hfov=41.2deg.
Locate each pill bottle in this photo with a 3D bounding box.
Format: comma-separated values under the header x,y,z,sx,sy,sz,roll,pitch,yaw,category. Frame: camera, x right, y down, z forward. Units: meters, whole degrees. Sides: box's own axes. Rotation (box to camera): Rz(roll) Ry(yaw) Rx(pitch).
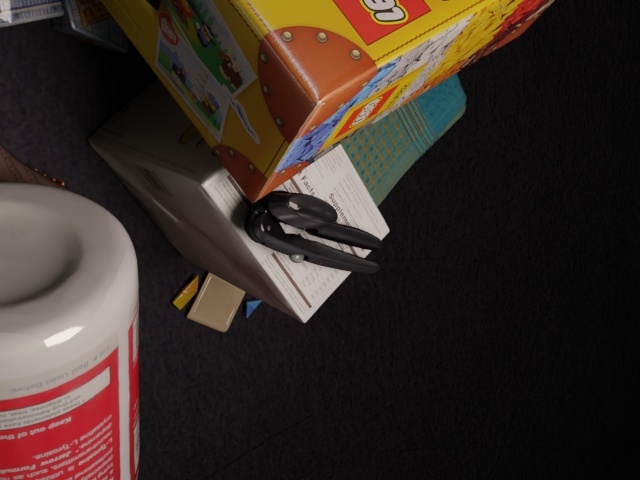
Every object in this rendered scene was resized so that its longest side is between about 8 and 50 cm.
x,y,z,sx,sy,sz,roll,pitch,yaw,category
-0.290,0.167,0.819,0.229,0.229,0.407,-20,136,-33,pill bottle

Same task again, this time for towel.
x,y,z,sx,sy,sz,roll,pitch,yaw,category
0.051,-0.246,1.137,0.271,0.040,0.370,-46,126,-19,towel

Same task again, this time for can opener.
x,y,z,sx,sy,sz,roll,pitch,yaw,category
0.000,0.000,0.812,0.186,0.073,0.059,27,79,-49,can opener

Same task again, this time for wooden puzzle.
x,y,z,sx,sy,sz,roll,pitch,yaw,category
-0.135,0.078,1.106,0.116,0.014,0.078,38,84,-40,wooden puzzle

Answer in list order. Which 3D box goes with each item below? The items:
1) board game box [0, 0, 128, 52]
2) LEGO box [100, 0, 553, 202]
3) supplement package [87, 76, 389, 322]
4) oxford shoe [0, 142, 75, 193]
x,y,z,sx,sy,sz,roll,pitch,yaw,category
-0.269,-0.275,0.851,0.194,0.060,0.194,-23,117,-32,board game box
-0.043,-0.348,0.752,0.372,0.193,0.500,-34,84,-27,LEGO box
-0.093,-0.063,0.928,0.145,0.262,0.204,-47,128,-18,supplement package
-0.318,-0.047,0.879,0.098,0.097,0.271,-51,138,-37,oxford shoe
